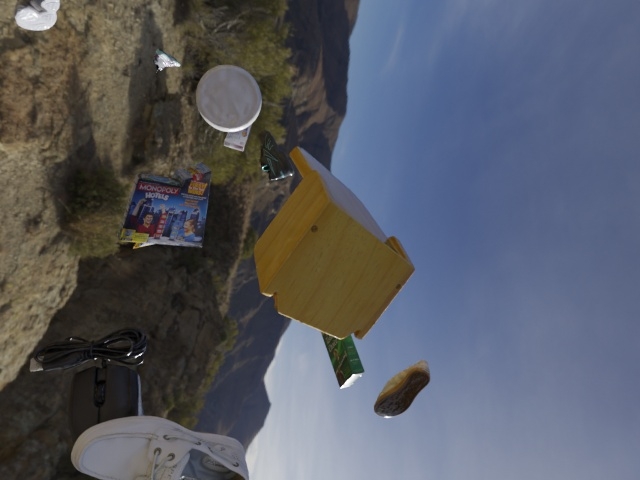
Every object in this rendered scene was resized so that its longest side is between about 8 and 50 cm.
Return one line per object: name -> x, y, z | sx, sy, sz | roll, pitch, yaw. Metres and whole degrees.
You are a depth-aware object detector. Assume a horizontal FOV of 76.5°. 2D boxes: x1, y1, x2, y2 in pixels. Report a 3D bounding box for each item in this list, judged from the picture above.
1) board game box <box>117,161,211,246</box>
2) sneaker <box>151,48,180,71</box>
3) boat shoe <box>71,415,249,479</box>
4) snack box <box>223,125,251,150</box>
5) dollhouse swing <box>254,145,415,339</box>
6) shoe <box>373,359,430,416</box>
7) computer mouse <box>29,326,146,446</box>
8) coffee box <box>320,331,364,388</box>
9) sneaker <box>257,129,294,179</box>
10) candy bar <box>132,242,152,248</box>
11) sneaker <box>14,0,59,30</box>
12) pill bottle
board game box -> -0.328, -0.087, 0.898 | 0.060, 0.194, 0.194 | 38, -70, 38
sneaker -> -0.509, -0.574, 1.320 | 0.069, 0.038, 0.098 | -48, 160, 15
boat shoe -> -0.237, 0.349, 0.638 | 0.096, 0.277, 0.098 | 10, -99, 63
snack box -> -0.275, -0.358, 1.362 | 0.178, 0.064, 0.022 | -88, -163, -50
dollhouse swing -> 0.000, 0.000, 0.986 | 0.315, 0.347, 0.305 | -53, -138, 4
shoe -> 0.220, 0.400, 1.089 | 0.219, 0.077, 0.058 | -54, -176, 28
computer mouse -> -0.388, 0.302, 0.713 | 0.072, 0.189, 0.272 | -146, -133, -80
coffee box -> 0.058, 0.311, 1.153 | 0.113, 0.041, 0.184 | 116, -38, -48
sneaker -> -0.206, -0.345, 1.625 | 0.267, 0.106, 0.101 | 57, -5, 32
candy bar -> -0.432, -0.004, 1.041 | 0.161, 0.018, 0.040 | -34, 149, -82
sneaker -> -0.847, -0.759, 1.213 | 0.269, 0.101, 0.152 | -18, -98, 41
pill bottle -> -0.263, -0.400, 1.177 | 0.301, 0.170, 0.169 | -126, -130, -71
